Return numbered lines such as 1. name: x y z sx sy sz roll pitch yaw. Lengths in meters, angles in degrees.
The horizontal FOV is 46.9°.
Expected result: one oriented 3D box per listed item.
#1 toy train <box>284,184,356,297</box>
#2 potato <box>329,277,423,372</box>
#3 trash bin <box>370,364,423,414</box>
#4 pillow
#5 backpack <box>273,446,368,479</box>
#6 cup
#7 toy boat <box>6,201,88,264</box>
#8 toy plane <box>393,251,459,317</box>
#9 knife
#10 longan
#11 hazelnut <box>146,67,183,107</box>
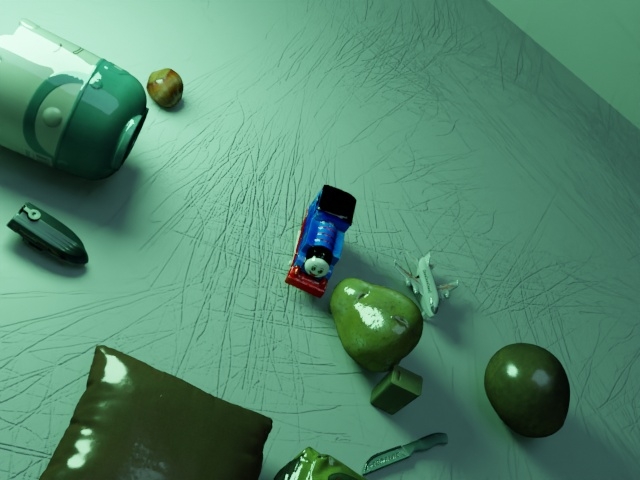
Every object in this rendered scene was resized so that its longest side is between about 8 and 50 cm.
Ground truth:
1. toy train: 0.000 0.000 1.456 0.083 0.131 0.204 25 45 -12
2. potato: 0.096 0.150 1.384 0.194 0.157 0.157 43 43 23
3. trash bin: 0.135 0.273 1.343 0.061 0.092 0.043 27 46 -10
4. pillow: -0.237 0.328 1.053 0.305 0.108 0.308 26 41 -10
5. backpack: 0.001 0.448 1.076 0.207 0.140 0.253 33 39 -7
6. cup: -0.454 -0.246 1.340 0.258 0.219 0.289 25 13 -13
7. toy boat: -0.449 -0.004 1.237 0.141 0.060 0.055 35 44 -12
8. toy plane: 0.224 0.097 1.564 0.162 0.065 0.171 18 49 -19
9. knife: 0.153 0.378 1.323 0.210 0.015 0.028 -8 65 -35
10. longan: 0.411 0.294 1.458 0.167 0.167 0.187 -10 82 -37
11. hazelnut: -0.329 -0.323 1.565 0.086 0.086 0.086 17 47 -19
